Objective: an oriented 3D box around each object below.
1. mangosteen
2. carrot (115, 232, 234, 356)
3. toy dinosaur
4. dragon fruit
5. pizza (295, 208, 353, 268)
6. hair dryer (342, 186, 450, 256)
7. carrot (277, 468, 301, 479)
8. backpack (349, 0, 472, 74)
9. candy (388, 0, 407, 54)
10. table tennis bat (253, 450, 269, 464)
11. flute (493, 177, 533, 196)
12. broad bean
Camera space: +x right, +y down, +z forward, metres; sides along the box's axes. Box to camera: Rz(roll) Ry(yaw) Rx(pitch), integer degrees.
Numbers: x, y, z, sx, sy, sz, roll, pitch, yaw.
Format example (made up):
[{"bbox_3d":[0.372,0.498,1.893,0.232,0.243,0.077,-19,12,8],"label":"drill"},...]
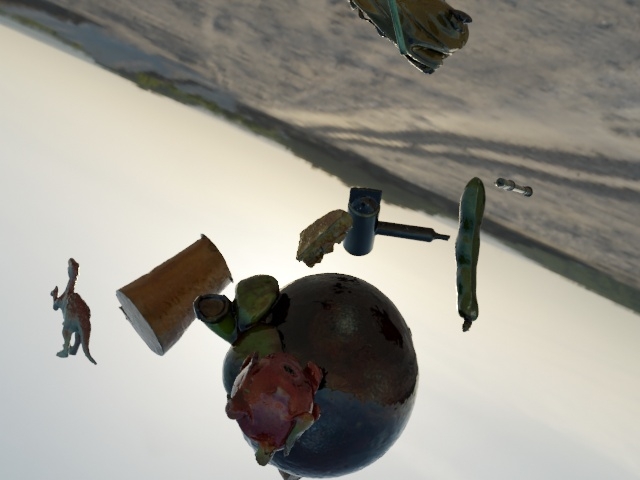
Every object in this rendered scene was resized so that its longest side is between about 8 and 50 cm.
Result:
[{"bbox_3d":[-0.029,0.189,1.213,0.359,0.306,0.306,12,-172,-16],"label":"mangosteen"},{"bbox_3d":[-0.335,0.126,1.960,0.196,0.254,0.196,43,157,23],"label":"carrot"},{"bbox_3d":[-0.440,0.140,1.494,0.053,0.167,0.242,14,-174,-34],"label":"toy dinosaur"},{"bbox_3d":[-0.045,0.172,0.922,0.112,0.068,0.126,50,-140,2],"label":"dragon fruit"},{"bbox_3d":[0.001,0.000,1.601,0.046,0.134,0.175,42,163,-15],"label":"pizza"},{"bbox_3d":[0.180,-0.041,1.889,0.248,0.078,0.196,7,141,0],"label":"hair dryer"},{"bbox_3d":[-0.089,0.406,1.714,0.072,0.072,0.205,18,-151,-50],"label":"carrot"},{"bbox_3d":[0.231,-0.634,2.225,0.378,0.201,0.354,17,-145,-42],"label":"backpack"},{"bbox_3d":[0.069,-0.298,0.891,0.061,0.203,0.061,-13,-155,6],"label":"candy"},{"bbox_3d":[-0.042,0.309,1.450,0.107,0.170,0.119,39,-176,9],"label":"table tennis bat"},{"bbox_3d":[0.426,-0.117,1.806,0.027,0.027,0.233,26,-170,27],"label":"flute"},{"bbox_3d":[0.218,0.021,1.203,0.039,0.227,0.069,3,172,-2],"label":"broad bean"}]
